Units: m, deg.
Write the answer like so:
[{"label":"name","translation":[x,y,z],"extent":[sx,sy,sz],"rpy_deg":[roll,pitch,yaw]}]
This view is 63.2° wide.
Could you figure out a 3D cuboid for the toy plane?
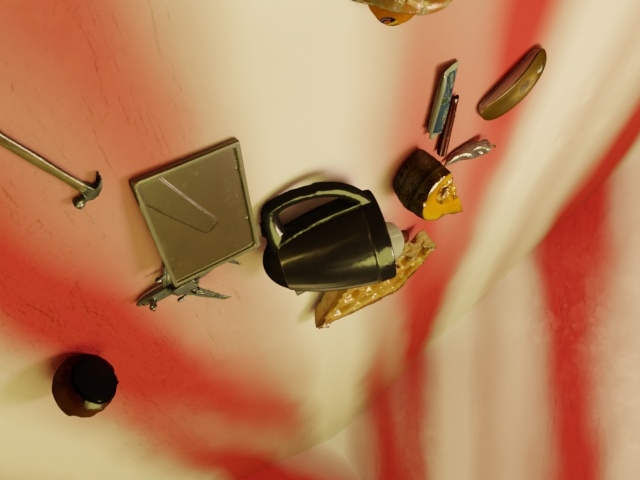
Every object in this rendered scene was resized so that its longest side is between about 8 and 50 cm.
[{"label":"toy plane","translation":[-0.267,0.075,1.033],"extent":[0.226,0.058,0.226],"rpy_deg":[-36,137,-4]}]

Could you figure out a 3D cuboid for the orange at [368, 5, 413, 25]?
[{"label":"orange","translation":[0.110,-0.364,0.775],"extent":[0.083,0.084,0.084],"rpy_deg":[-28,151,-17]}]

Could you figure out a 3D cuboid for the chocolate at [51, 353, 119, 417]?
[{"label":"chocolate","translation":[-0.482,0.299,1.057],"extent":[0.133,0.127,0.124],"rpy_deg":[-37,170,29]}]

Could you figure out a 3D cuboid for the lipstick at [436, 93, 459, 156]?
[{"label":"lipstick","translation":[0.296,-0.264,1.208],"extent":[0.027,0.027,0.177],"rpy_deg":[-29,150,-16]}]

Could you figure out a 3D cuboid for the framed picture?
[{"label":"framed picture","translation":[-0.205,-0.039,0.916],"extent":[0.188,0.023,0.260],"rpy_deg":[-27,140,-19]}]

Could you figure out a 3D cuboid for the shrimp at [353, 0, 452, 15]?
[{"label":"shrimp","translation":[0.081,-0.377,0.695],"extent":[0.248,0.150,0.068],"rpy_deg":[-9,-179,-20]}]

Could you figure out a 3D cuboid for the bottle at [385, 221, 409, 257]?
[{"label":"bottle","translation":[0.139,0.011,1.364],"extent":[0.245,0.104,0.104],"rpy_deg":[-13,144,-37]}]

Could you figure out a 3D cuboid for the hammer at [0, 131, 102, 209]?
[{"label":"hammer","translation":[-0.362,-0.100,0.696],"extent":[0.062,0.017,0.182],"rpy_deg":[-39,152,1]}]

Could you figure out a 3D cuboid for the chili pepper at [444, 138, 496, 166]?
[{"label":"chili pepper","translation":[0.387,-0.230,1.351],"extent":[0.153,0.041,0.050],"rpy_deg":[-18,130,-3]}]

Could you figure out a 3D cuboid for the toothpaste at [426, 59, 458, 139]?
[{"label":"toothpaste","translation":[0.258,-0.291,1.114],"extent":[0.057,0.034,0.197],"rpy_deg":[-42,156,-27]}]

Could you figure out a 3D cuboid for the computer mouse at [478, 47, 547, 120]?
[{"label":"computer mouse","translation":[0.460,-0.361,1.230],"extent":[0.199,0.045,0.102],"rpy_deg":[-45,154,16]}]

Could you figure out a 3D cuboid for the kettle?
[{"label":"kettle","translation":[0.005,0.016,1.116],"extent":[0.270,0.208,0.251],"rpy_deg":[-17,163,-1]}]

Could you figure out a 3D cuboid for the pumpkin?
[{"label":"pumpkin","translation":[0.262,-0.114,1.294],"extent":[0.126,0.131,0.248],"rpy_deg":[-48,147,2]}]

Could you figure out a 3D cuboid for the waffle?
[{"label":"waffle","translation":[0.152,0.124,1.557],"extent":[0.348,0.078,0.304],"rpy_deg":[-20,155,-32]}]
